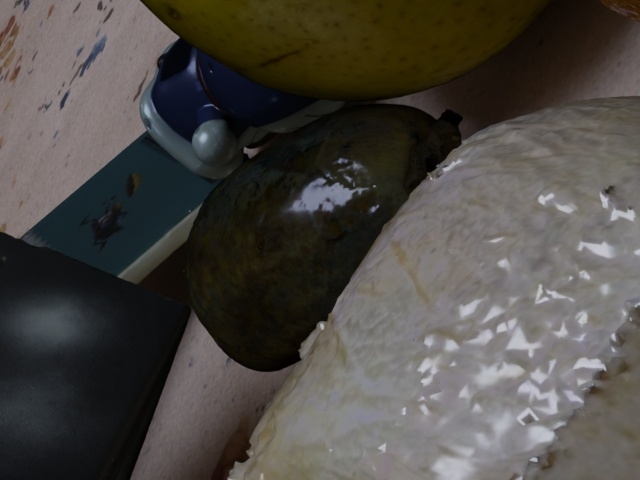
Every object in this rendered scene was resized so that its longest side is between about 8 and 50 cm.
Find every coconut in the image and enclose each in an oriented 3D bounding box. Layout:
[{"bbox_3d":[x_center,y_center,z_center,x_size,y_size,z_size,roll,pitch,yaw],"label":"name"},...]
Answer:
[{"bbox_3d":[0.144,0.115,0.690,0.360,0.346,0.346,0,69,50],"label":"coconut"}]

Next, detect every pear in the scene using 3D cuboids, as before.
[{"bbox_3d":[0.014,-0.272,1.237,0.418,0.362,0.362,-5,64,41],"label":"pear"}]

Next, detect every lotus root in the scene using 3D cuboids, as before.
[{"bbox_3d":[0.000,0.000,1.279,0.275,0.152,0.160,-34,27,45],"label":"lotus root"}]

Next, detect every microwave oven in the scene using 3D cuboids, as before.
[{"bbox_3d":[-0.300,0.243,1.346,0.374,0.236,0.432,-66,-1,-56],"label":"microwave oven"}]

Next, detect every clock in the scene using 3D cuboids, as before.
[{"bbox_3d":[-0.056,-0.150,1.520,0.243,0.146,0.199,-31,26,54],"label":"clock"}]

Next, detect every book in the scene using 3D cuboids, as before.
[{"bbox_3d":[-0.244,0.027,1.691,0.379,0.031,0.264,-42,26,-10],"label":"book"}]

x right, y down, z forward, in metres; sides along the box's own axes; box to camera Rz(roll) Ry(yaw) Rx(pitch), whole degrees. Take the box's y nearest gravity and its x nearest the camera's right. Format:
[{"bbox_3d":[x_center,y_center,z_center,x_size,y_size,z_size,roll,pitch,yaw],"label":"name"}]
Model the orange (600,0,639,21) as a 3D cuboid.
[{"bbox_3d":[0.231,-0.221,1.010,0.224,0.170,0.224,-27,38,23],"label":"orange"}]
